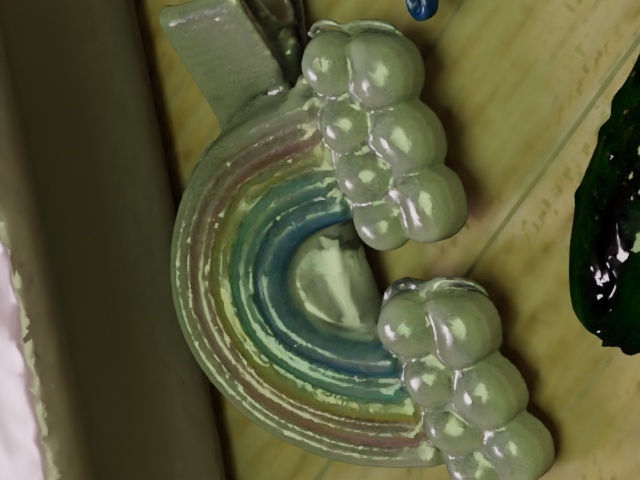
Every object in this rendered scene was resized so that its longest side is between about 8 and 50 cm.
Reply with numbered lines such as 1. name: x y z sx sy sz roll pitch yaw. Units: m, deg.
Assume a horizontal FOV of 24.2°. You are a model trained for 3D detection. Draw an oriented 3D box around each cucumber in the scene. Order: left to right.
1. cucumber: 0.135 -0.064 0.461 0.069 0.069 0.227 31 114 24

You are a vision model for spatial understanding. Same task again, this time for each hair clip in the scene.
1. hair clip: 0.000 0.000 0.583 0.140 0.054 0.220 -15 98 30

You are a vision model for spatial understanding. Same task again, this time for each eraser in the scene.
1. eraser: -0.199 -0.020 0.665 0.272 0.122 0.359 -3 101 35

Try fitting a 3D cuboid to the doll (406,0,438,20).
1. doll: 0.023 -0.147 0.520 0.099 0.057 0.143 12 118 60
